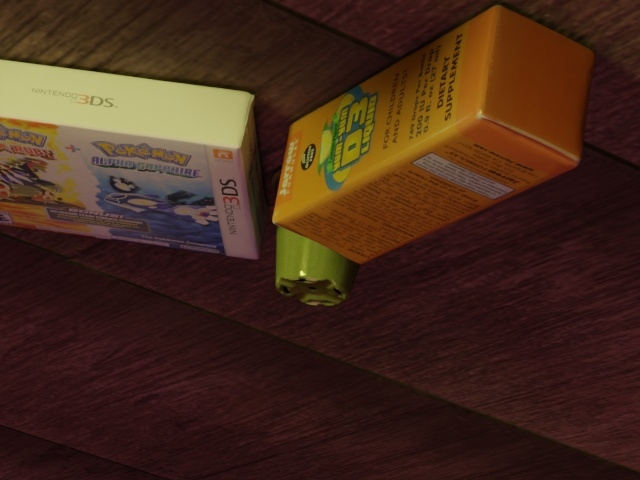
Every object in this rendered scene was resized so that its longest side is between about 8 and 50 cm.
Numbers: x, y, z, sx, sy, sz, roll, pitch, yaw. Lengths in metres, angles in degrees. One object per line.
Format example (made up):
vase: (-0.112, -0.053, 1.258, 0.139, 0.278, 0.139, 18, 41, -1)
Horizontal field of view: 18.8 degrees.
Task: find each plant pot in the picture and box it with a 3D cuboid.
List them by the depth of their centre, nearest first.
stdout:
plant pot: (0.000, 0.000, 1.326, 0.083, 0.079, 0.083, 9, 158, 4)

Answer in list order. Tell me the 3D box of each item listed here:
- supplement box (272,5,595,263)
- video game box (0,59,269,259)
supplement box: (0.062, -0.058, 1.164, 0.080, 0.078, 0.233, 21, 155, -24)
video game box: (-0.141, -0.053, 1.304, 0.205, 0.048, 0.187, 7, 155, 6)
